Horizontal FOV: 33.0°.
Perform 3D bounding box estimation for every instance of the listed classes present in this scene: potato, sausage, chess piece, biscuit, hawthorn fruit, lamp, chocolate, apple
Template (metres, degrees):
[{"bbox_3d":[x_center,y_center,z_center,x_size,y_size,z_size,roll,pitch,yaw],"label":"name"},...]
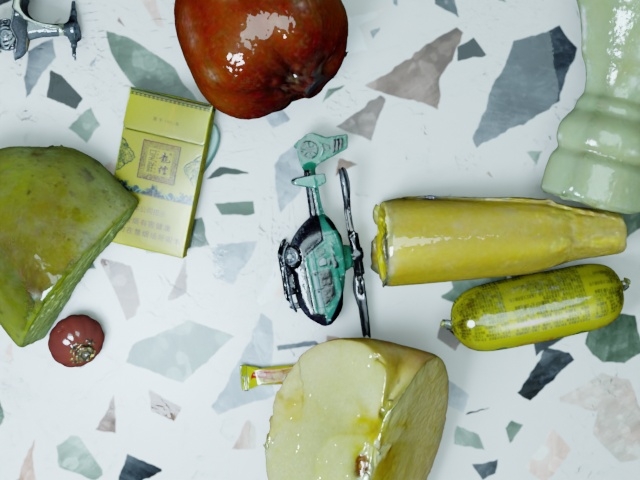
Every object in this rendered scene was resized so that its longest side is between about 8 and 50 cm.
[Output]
[{"bbox_3d":[-0.521,-0.018,1.834,0.280,0.213,0.330,39,100,2],"label":"potato"},{"bbox_3d":[0.382,0.120,1.919,0.347,0.123,0.123,-12,94,0],"label":"sausage"},{"bbox_3d":[0.517,-0.276,1.861,0.234,0.234,0.442,13,98,-2],"label":"chess piece"},{"bbox_3d":[-0.001,0.240,1.968,0.291,0.026,0.048,-4,88,-2],"label":"biscuit"},{"bbox_3d":[-0.109,-0.357,1.808,0.311,0.295,0.295,36,92,0],"label":"hawthorn fruit"},{"bbox_3d":[-0.435,0.179,1.923,0.101,0.090,0.101,-15,125,-22],"label":"lamp"},{"bbox_3d":[0.314,-0.006,1.911,0.445,0.162,0.162,-3,94,-5],"label":"chocolate"},{"bbox_3d":[0.077,0.319,1.861,0.314,0.252,0.309,15,91,-10],"label":"apple"}]

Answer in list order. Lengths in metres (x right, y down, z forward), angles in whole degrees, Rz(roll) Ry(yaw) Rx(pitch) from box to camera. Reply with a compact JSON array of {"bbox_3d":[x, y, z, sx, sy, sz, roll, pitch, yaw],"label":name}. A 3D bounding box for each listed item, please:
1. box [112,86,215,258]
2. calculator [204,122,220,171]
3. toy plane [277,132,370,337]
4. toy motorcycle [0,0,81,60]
[{"bbox_3d":[-0.285,-0.119,1.911,0.153,0.041,0.279,13,99,7],"label":"box"},{"bbox_3d":[-0.242,-0.156,1.939,0.095,0.021,0.153,37,92,-3],"label":"calculator"},{"bbox_3d":[0.000,0.000,1.920,0.155,0.106,0.382,-10,93,-7],"label":"toy plane"},{"bbox_3d":[-0.480,-0.436,1.883,0.157,0.091,0.263,12,91,-7],"label":"toy motorcycle"}]
